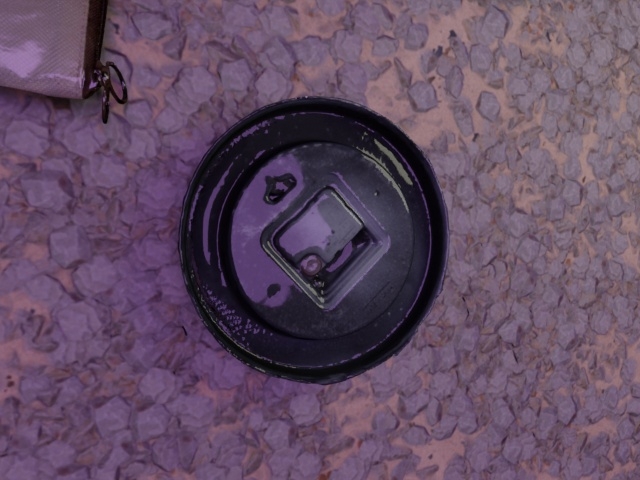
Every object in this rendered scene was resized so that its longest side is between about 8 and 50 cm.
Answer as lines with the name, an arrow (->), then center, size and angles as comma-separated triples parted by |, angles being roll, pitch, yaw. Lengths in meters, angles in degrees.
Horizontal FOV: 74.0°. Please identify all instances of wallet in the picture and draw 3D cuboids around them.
wallet -> -0.360, -0.313, 0.471 | 0.275, 0.068, 0.335 | 2, 84, -23

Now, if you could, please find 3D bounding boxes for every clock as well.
clock -> 0.000, 0.000, 0.596 | 0.387, 0.076, 0.385 | 0, 91, -19
